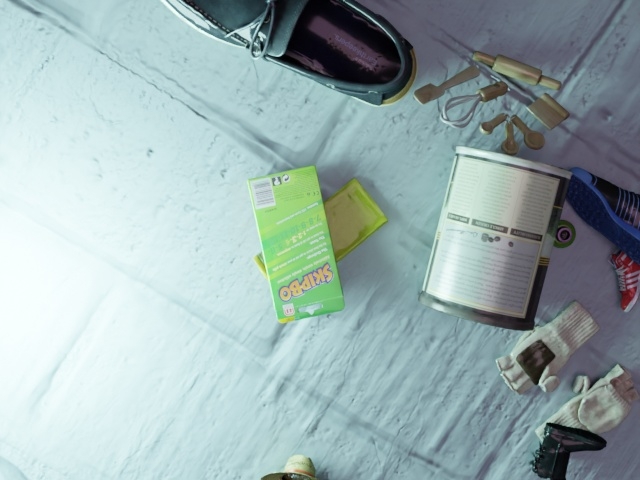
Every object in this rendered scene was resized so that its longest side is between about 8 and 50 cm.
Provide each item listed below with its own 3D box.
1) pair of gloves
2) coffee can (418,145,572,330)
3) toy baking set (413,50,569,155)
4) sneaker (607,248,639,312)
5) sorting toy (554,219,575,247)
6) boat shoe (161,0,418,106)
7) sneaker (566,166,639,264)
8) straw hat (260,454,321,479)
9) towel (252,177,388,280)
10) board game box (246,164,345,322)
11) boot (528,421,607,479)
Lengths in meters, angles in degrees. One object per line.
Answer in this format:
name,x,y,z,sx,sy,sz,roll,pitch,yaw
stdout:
pair of gloves,0.453,0.257,1.771,0.204,0.042,0.240,-33,97,1
coffee can,0.296,-0.005,1.659,0.201,0.201,0.275,13,95,-3
toy baking set,0.299,-0.246,1.671,0.256,0.030,0.197,25,57,6
sneaker,0.544,0.065,1.755,0.067,0.042,0.118,18,87,-8
sorting toy,0.415,-0.024,1.742,0.102,0.042,0.061,44,92,-6
boat shoe,-0.060,-0.381,1.635,0.500,0.156,0.187,28,96,-3
sneaker,0.532,-0.056,1.733,0.232,0.081,0.090,45,63,4
straw hat,-0.038,0.419,1.753,0.144,0.144,0.061,15,54,-4
towel,0.000,0.000,1.740,0.237,0.021,0.102,-39,96,2
board game box,-0.042,0.007,1.714,0.124,0.039,0.259,-12,88,1
boot,0.443,0.387,1.758,0.121,0.045,0.099,14,102,3
